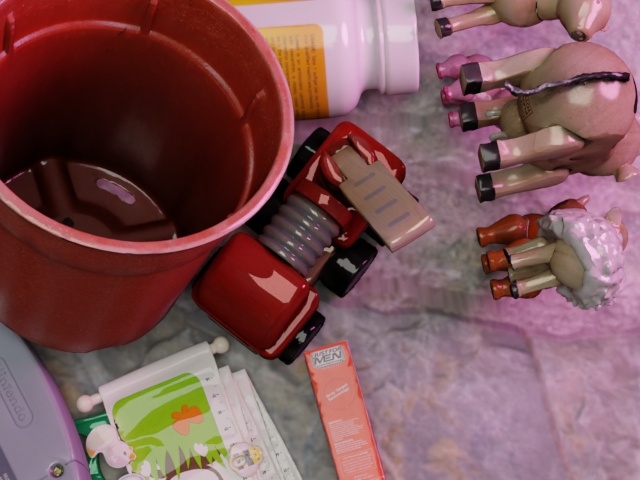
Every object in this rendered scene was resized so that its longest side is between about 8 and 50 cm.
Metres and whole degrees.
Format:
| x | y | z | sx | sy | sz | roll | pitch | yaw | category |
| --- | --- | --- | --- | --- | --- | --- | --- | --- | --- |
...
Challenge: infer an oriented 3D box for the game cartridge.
| x | y | z | sx | sy | sz | roll | pitch | yaw | category |
| --- | --- | --- | --- | --- | --- | --- | --- | --- | --- |
| -0.324 | 0.177 | 1.550 | 0.198 | 0.062 | 0.297 | -29 | 66 | -6 | game cartridge |

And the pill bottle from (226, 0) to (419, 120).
| x | y | z | sx | sy | sz | roll | pitch | yaw | category |
| --- | --- | --- | --- | --- | --- | --- | --- | --- | --- |
| -0.036 | -0.177 | 1.596 | 0.246 | 0.136 | 0.136 | -4 | 80 | 0 | pill bottle |

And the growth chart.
| x | y | z | sx | sy | sz | roll | pitch | yaw | category |
| --- | --- | --- | --- | --- | --- | --- | --- | --- | --- |
| -0.101 | 0.208 | 1.574 | 0.172 | 0.021 | 0.237 | -32 | 87 | -12 | growth chart |

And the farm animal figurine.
| x | y | z | sx | sy | sz | roll | pitch | yaw | category |
| --- | --- | --- | --- | --- | --- | --- | --- | --- | --- |
| 0.205 | -0.117 | 1.501 | 0.172 | 0.327 | 0.330 | -13 | 93 | 1 | farm animal figurine |

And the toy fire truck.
| x | y | z | sx | sy | sz | roll | pitch | yaw | category |
| --- | --- | --- | --- | --- | --- | --- | --- | --- | --- |
| 0.000 | 0.000 | 1.509 | 0.158 | 0.246 | 0.217 | 38 | 83 | 7 | toy fire truck |

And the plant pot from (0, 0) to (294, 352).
| x | y | z | sx | sy | sz | roll | pitch | yaw | category |
| --- | --- | --- | --- | --- | --- | --- | --- | --- | --- |
| -0.186 | -0.047 | 1.464 | 0.272 | 0.265 | 0.272 | 8 | 59 | -13 | plant pot |

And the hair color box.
| x | y | z | sx | sy | sz | roll | pitch | yaw | category |
| --- | --- | --- | --- | --- | --- | --- | --- | --- | --- |
| 0.023 | 0.166 | 1.569 | 0.043 | 0.072 | 0.141 | -16 | 81 | -2 | hair color box |

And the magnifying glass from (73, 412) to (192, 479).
| x | y | z | sx | sy | sz | roll | pitch | yaw | category |
| --- | --- | --- | --- | --- | --- | --- | --- | --- | --- |
| -0.231 | 0.187 | 1.597 | 0.231 | 0.026 | 0.092 | 11 | 81 | 1 | magnifying glass |
